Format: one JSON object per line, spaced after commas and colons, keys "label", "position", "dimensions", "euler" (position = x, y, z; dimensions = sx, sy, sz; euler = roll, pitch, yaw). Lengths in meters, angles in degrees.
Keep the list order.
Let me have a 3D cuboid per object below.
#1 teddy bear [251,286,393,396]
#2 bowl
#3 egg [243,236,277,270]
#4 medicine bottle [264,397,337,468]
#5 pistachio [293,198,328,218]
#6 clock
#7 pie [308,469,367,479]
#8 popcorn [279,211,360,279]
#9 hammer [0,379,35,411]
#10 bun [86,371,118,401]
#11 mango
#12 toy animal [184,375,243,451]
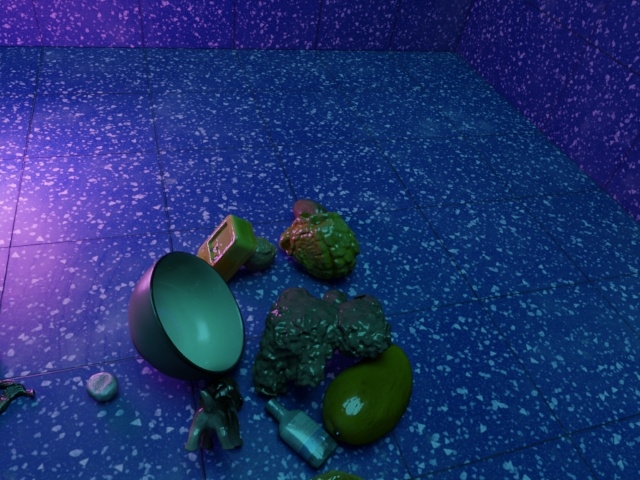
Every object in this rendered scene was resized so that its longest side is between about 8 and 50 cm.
{"label": "teddy bear", "position": [0.018, 0.266, 1.400], "dimensions": [0.366, 0.225, 0.358], "euler": [9, 41, 11]}
{"label": "bowl", "position": [-0.384, 0.226, 1.363], "dimensions": [0.185, 0.354, 0.354], "euler": [-30, 40, 20]}
{"label": "egg", "position": [-0.210, 0.045, 1.689], "dimensions": [0.118, 0.116, 0.140], "euler": [8, 8, 20]}
{"label": "medicine bottle", "position": [-0.058, 0.488, 1.299], "dimensions": [0.208, 0.054, 0.090], "euler": [34, 49, 24]}
{"label": "pistachio", "position": [-0.035, -0.098, 1.888], "dimensions": [0.185, 0.108, 0.126], "euler": [36, 25, 34]}
{"label": "clock", "position": [-0.301, 0.031, 1.619], "dimensions": [0.096, 0.202, 0.144], "euler": [24, 32, -42]}
{"label": "pie", "position": [0.040, 0.679, 1.105], "dimensions": [0.338, 0.083, 0.340], "euler": [5, 41, -5]}
{"label": "popcorn", "position": [0.000, 0.000, 1.703], "dimensions": [0.285, 0.226, 0.173], "euler": [33, 44, 20]}
{"label": "hammer", "position": [-0.817, 0.462, 1.189], "dimensions": [0.125, 0.027, 0.297], "euler": [16, 44, 4]}
{"label": "bun", "position": [-0.566, 0.382, 1.311], "dimensions": [0.083, 0.045, 0.083], "euler": [4, 42, -4]}
{"label": "mango", "position": [0.142, 0.415, 1.357], "dimensions": [0.331, 0.142, 0.195], "euler": [-28, 61, -35]}
{"label": "toy animal", "position": [-0.257, 0.432, 1.241], "dimensions": [0.121, 0.233, 0.169], "euler": [-3, 84, 0]}
